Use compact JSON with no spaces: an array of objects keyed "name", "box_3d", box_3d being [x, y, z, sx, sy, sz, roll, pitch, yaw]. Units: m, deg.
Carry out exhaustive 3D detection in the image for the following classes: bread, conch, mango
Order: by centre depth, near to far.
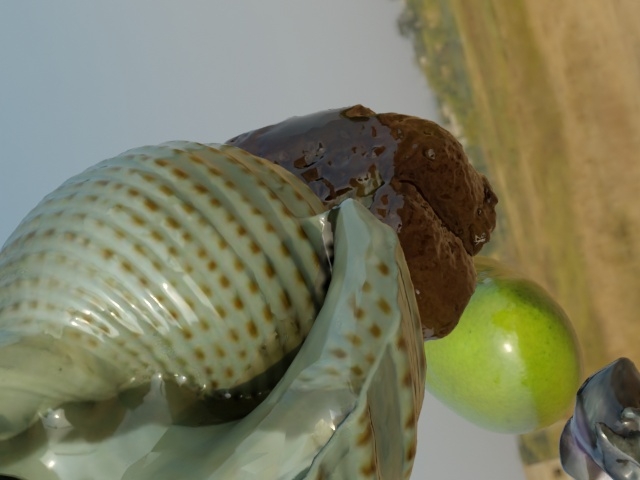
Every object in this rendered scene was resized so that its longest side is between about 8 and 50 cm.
[{"name":"conch","box_3d":[-0.078,0.106,0.768,0.303,0.319,0.215,24,159,43]},{"name":"bread","box_3d":[0.005,0.007,1.033,0.232,0.246,0.135,-84,-25,-42]},{"name":"mango","box_3d":[0.170,0.106,1.389,0.185,0.149,0.273,53,173,-15]}]

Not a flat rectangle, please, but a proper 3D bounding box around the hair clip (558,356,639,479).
[{"name":"hair clip","box_3d":[0.158,0.135,0.558,0.124,0.052,0.195,-44,66,45]}]
